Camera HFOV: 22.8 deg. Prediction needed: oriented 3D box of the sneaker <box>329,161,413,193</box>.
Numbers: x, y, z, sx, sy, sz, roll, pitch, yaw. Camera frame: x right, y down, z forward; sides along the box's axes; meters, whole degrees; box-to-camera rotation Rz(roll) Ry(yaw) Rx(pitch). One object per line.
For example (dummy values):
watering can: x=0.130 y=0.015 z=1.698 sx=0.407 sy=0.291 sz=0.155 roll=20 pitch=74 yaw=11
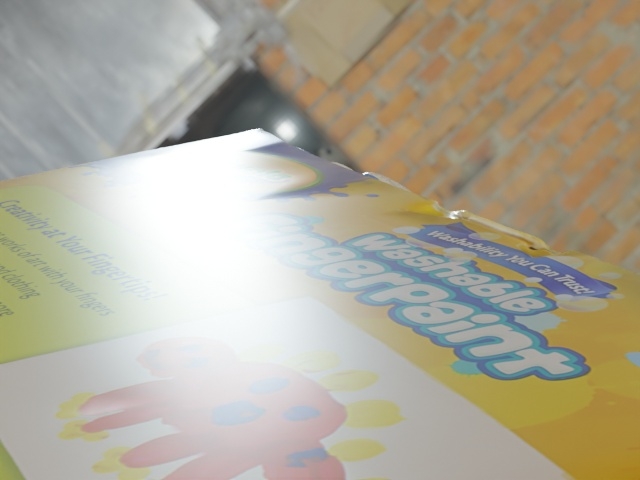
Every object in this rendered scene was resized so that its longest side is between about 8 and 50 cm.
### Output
sneaker: x=0.000 y=0.000 z=1.247 sx=0.130 sy=0.323 sz=0.236 roll=-36 pitch=-39 yaw=-24

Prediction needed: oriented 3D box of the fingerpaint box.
fingerpaint box: x=-0.082 y=0.104 z=0.554 sx=0.371 sy=0.163 sz=0.445 roll=-14 pitch=19 yaw=-26
